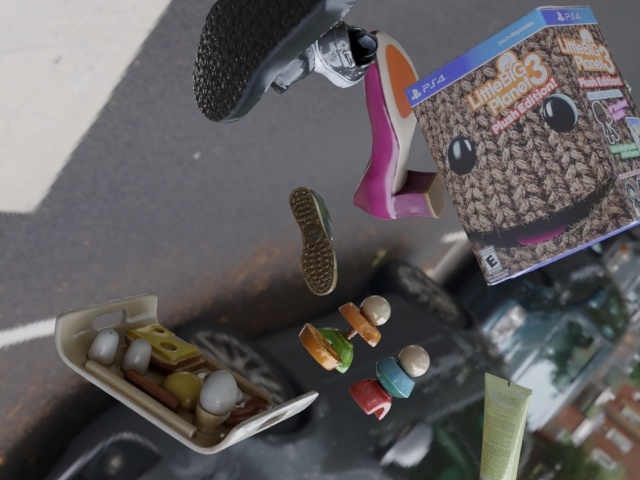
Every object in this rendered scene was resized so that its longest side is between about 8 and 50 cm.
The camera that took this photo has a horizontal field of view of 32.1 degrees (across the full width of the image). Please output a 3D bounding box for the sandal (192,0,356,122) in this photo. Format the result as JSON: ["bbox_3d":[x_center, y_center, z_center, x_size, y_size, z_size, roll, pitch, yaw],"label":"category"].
[{"bbox_3d":[-0.043,-0.260,1.396,0.107,0.167,0.446,5,164,-29],"label":"sandal"}]

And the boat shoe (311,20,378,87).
[{"bbox_3d":[0.042,-0.263,1.527,0.076,0.080,0.228,-10,176,18],"label":"boat shoe"}]

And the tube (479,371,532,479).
[{"bbox_3d":[0.312,0.348,1.906,0.062,0.070,0.240,-95,-173,-70],"label":"tube"}]

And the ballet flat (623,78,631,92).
[{"bbox_3d":[0.574,-0.270,2.271,0.168,0.052,0.057,-52,-154,-20],"label":"ballet flat"}]

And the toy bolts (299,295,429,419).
[{"bbox_3d":[0.092,0.204,2.108,0.158,0.228,0.218,-42,159,5],"label":"toy bolts"}]

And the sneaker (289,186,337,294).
[{"bbox_3d":[0.000,0.000,1.964,0.064,0.192,0.086,-15,175,19],"label":"sneaker"}]

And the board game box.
[{"bbox_3d":[0.285,-0.123,1.453,0.232,0.291,0.141,-29,170,40],"label":"board game box"}]

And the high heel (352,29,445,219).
[{"bbox_3d":[0.085,-0.186,1.897,0.127,0.181,0.377,-52,136,-42],"label":"high heel"}]

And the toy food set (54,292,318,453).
[{"bbox_3d":[-0.179,0.165,1.508,0.220,0.306,0.092,-12,128,-62],"label":"toy food set"}]
